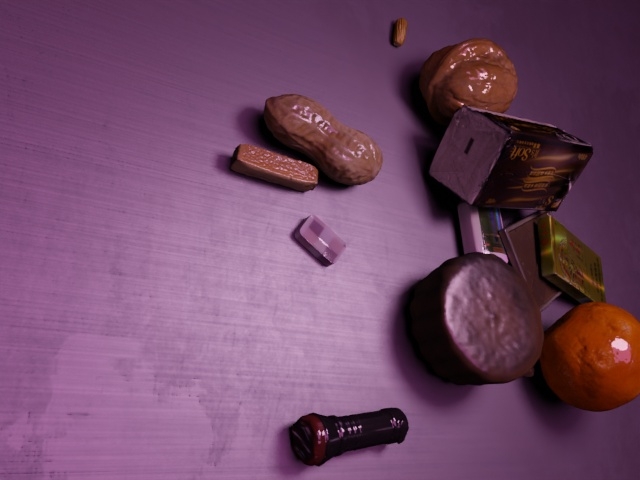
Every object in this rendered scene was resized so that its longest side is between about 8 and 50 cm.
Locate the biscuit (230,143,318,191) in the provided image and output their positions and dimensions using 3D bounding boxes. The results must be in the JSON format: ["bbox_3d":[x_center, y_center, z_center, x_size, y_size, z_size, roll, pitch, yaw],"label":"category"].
[{"bbox_3d":[-0.094,-0.146,1.170,0.188,0.056,0.052,16,66,-28],"label":"biscuit"}]

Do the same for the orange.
[{"bbox_3d":[0.658,0.277,1.360,0.261,0.261,0.261,12,66,-28],"label":"orange"}]

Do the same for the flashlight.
[{"bbox_3d":[0.061,0.358,1.066,0.232,0.093,0.092,3,71,-37],"label":"flashlight"}]

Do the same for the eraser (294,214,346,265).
[{"bbox_3d":[0.000,0.000,1.192,0.105,0.026,0.065,44,52,-11],"label":"eraser"}]

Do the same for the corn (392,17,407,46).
[{"bbox_3d":[0.216,-0.564,1.535,0.037,0.037,0.092,23,65,-23],"label":"corn"}]

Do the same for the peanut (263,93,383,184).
[{"bbox_3d":[0.008,-0.214,1.217,0.298,0.120,0.136,30,21,-19],"label":"peanut"}]

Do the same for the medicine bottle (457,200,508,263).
[{"bbox_3d":[0.410,0.008,1.415,0.115,0.078,0.219,9,67,-33],"label":"medicine bottle"}]

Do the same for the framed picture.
[{"bbox_3d":[0.584,0.045,1.498,0.315,0.024,0.231,-19,88,-48],"label":"framed picture"}]

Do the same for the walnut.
[{"bbox_3d":[0.376,-0.404,1.470,0.257,0.257,0.224,-5,40,-33],"label":"walnut"}]

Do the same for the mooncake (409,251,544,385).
[{"bbox_3d":[0.335,0.174,1.250,0.291,0.161,0.290,10,66,-23],"label":"mooncake"}]

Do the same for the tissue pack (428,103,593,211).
[{"bbox_3d":[0.473,-0.205,1.421,0.370,0.210,0.198,0,38,-36],"label":"tissue pack"}]

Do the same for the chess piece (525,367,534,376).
[{"bbox_3d":[0.521,0.291,1.408,0.035,0.035,0.092,42,52,-12],"label":"chess piece"}]

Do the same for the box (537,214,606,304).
[{"bbox_3d":[0.691,0.071,1.547,0.311,0.043,0.172,29,56,-35],"label":"box"}]
